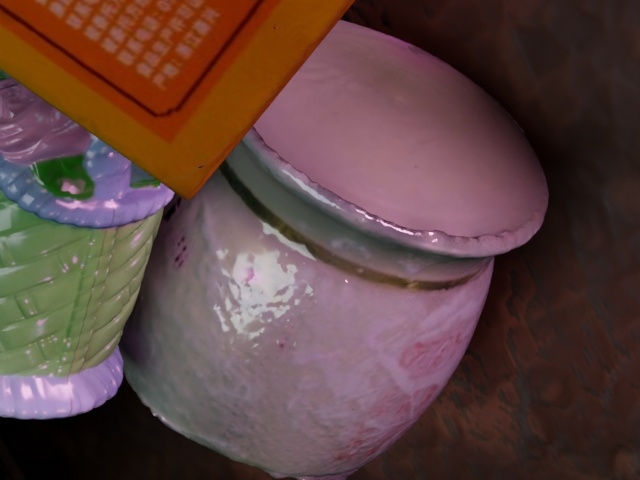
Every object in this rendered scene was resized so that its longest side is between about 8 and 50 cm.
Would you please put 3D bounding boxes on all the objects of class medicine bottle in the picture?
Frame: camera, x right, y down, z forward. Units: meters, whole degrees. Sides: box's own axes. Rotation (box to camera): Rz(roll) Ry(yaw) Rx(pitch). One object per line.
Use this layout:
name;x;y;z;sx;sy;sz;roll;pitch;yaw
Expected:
medicine bottle;0.000;0.000;0.650;0.147;0.147;0.143;39;124;16

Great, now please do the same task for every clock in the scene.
clock;-0.127;-0.054;0.617;0.194;0.100;0.195;29;116;44

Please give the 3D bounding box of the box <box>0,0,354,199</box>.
box;-0.018;-0.220;0.469;0.214;0.259;0.283;35;128;-12

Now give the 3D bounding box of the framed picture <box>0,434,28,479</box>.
framed picture;-0.207;0.062;0.786;0.017;0.274;0.217;-31;91;-4
